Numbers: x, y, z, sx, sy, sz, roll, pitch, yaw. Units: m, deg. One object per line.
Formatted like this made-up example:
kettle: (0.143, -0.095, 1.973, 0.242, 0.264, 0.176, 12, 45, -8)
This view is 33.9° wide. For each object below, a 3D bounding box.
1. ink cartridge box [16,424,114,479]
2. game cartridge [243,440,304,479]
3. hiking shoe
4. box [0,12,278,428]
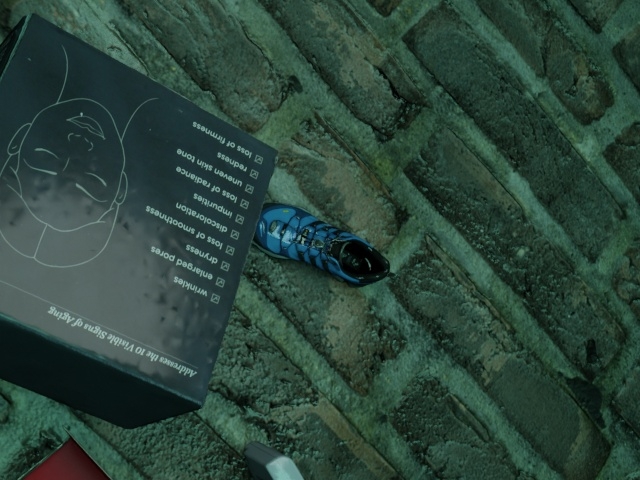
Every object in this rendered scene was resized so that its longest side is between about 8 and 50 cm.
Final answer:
ink cartridge box: (-0.344, 0.480, 1.693, 0.130, 0.272, 0.309, -41, 66, -21)
game cartridge: (-0.038, 0.516, 1.936, 0.062, 0.198, 0.297, -30, 100, -23)
hiking shoe: (0.000, 0.000, 2.017, 0.304, 0.132, 0.113, 21, 79, -21)
box: (-0.381, -0.012, 1.687, 0.480, 0.297, 0.471, 29, 59, -24)
